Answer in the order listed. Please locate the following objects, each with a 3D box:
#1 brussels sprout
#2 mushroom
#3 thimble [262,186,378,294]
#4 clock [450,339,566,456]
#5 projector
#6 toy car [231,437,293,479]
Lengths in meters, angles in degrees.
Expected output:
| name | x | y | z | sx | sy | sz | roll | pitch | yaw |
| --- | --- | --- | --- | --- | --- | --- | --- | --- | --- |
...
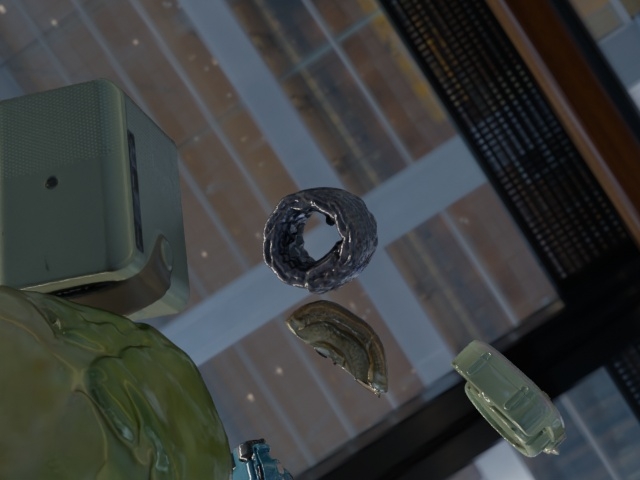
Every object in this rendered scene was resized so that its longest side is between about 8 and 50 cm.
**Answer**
| name | x | y | z | sx | sy | sz | roll | pitch | yaw |
| --- | --- | --- | --- | --- | --- | --- | --- | --- | --- |
| brussels sprout | -0.227 | 0.190 | 0.886 | 0.344 | 0.344 | 0.268 | 44 | -141 | -47 |
| mushroom | 0.040 | 0.168 | 1.851 | 0.210 | 0.094 | 0.072 | 35 | -176 | -10 |
| thimble | 0.001 | -0.002 | 1.552 | 0.150 | 0.150 | 0.098 | 59 | -159 | 9 |
| clock | 0.254 | 0.220 | 1.471 | 0.151 | 0.062 | 0.191 | 42 | 171 | 36 |
| projector | -0.235 | -0.019 | 1.144 | 0.177 | 0.163 | 0.242 | 48 | -148 | -66 |
| toy car | -0.069 | 0.330 | 1.516 | 0.098 | 0.161 | 0.126 | -3 | -121 | -28 |
